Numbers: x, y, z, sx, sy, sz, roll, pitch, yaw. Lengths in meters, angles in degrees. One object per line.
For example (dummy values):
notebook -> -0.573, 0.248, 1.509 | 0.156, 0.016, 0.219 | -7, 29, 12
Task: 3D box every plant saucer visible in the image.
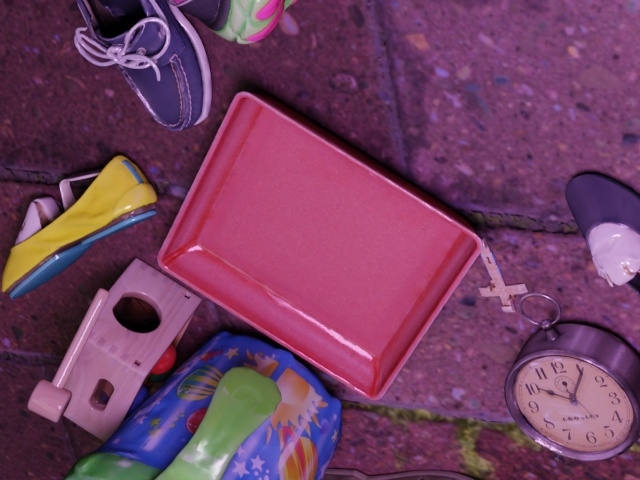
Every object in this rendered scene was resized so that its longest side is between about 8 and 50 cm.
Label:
plant saucer -> 0.000, 0.000, 1.796 | 0.258, 0.047, 0.259 | 32, 134, 2

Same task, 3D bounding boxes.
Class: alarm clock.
alarm clock -> 0.230, 0.121, 1.753 | 0.129, 0.064, 0.192 | -8, 124, 34

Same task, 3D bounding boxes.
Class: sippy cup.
sippy cup -> -0.098, 0.220, 1.888 | 0.305, 0.224, 0.240 | -5, 133, 52

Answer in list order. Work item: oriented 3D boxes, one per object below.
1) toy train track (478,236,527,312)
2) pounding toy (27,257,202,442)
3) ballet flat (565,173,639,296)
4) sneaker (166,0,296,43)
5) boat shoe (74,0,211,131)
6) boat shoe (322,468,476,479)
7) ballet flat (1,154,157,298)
toy train track -> 0.159, 0.034, 1.757 | 0.048, 0.014, 0.083 | -7, 122, 33
pounding toy -> -0.201, 0.121, 1.897 | 0.094, 0.206, 0.181 | 32, 135, 2
ballet flat -> 0.284, 0.026, 1.641 | 0.203, 0.074, 0.074 | 42, 135, -7
sneaker -> -0.097, -0.360, 1.458 | 0.202, 0.185, 0.482 | 17, 132, 11
boat shoe -> -0.170, -0.198, 1.705 | 0.095, 0.079, 0.254 | 2, 127, 28
boat shoe -> 0.085, 0.304, 1.963 | 0.302, 0.113, 0.103 | 5, 130, 40
ballet flat -> -0.250, -0.018, 1.915 | 0.231, 0.077, 0.077 | -30, 87, 39
